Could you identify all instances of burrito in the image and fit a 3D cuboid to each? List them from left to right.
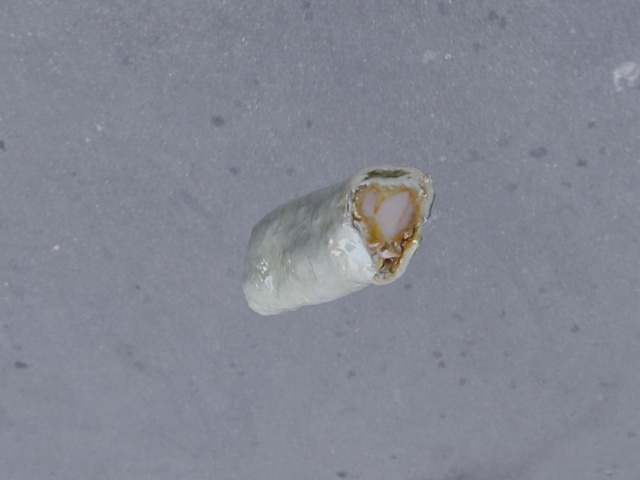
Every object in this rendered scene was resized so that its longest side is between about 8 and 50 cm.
[{"bbox_3d":[0.000,0.004,0.661,0.105,0.143,0.299,19,159,-25],"label":"burrito"}]
